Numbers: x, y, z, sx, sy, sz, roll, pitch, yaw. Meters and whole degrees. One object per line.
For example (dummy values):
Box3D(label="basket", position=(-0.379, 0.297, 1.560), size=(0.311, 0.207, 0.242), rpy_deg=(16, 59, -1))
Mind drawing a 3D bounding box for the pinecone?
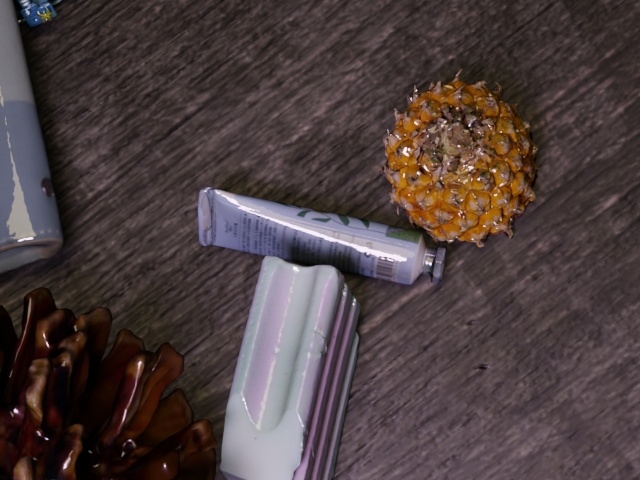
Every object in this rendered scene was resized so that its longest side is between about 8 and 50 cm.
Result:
Box3D(label="pinecone", position=(-0.268, 0.222, 1.668), size=(0.397, 0.398, 0.398), rpy_deg=(-1, 75, 5))

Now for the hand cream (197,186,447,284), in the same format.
Box3D(label="hand cream", position=(0.000, 0.000, 1.856), size=(0.256, 0.088, 0.055), rpy_deg=(10, 52, 4))

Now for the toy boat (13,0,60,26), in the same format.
Box3D(label="toy boat", position=(-0.310, -0.259, 1.958), size=(0.137, 0.060, 0.061), rpy_deg=(-23, 56, 2))

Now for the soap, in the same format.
Box3D(label="soap", position=(-0.031, 0.149, 1.789), size=(0.091, 0.145, 0.230), rpy_deg=(9, 71, 17))

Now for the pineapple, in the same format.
Box3D(label="pineapple", position=(0.139, -0.092, 1.834), size=(0.161, 0.137, 0.176), rpy_deg=(3, 77, 6))

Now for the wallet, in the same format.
Box3D(label="wallet", position=(-0.414, -0.127, 1.907), size=(0.252, 0.083, 0.360), rpy_deg=(-18, 76, 14))
